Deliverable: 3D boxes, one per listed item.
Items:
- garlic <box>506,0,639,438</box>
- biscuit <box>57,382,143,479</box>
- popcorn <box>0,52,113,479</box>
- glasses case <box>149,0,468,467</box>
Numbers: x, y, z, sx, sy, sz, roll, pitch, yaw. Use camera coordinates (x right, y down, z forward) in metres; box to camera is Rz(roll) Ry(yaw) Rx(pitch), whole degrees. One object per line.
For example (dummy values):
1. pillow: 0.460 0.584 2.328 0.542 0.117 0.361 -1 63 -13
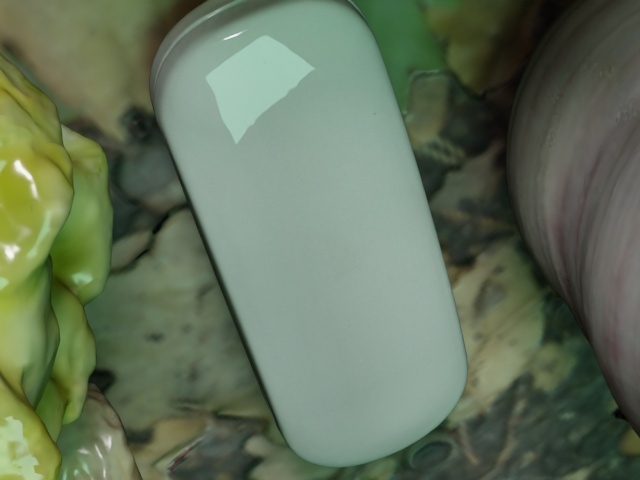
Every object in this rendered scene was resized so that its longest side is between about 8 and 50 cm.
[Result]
1. garlic: 0.175 -0.003 0.617 0.207 0.207 0.256 -28 163 -3
2. biscuit: -0.168 0.106 0.599 0.219 0.055 0.061 -19 90 -9
3. popcorn: -0.143 0.018 0.472 0.167 0.185 0.187 2 155 -3
4. glasses case: 0.000 0.000 0.601 0.076 0.049 0.197 -24 128 -6
